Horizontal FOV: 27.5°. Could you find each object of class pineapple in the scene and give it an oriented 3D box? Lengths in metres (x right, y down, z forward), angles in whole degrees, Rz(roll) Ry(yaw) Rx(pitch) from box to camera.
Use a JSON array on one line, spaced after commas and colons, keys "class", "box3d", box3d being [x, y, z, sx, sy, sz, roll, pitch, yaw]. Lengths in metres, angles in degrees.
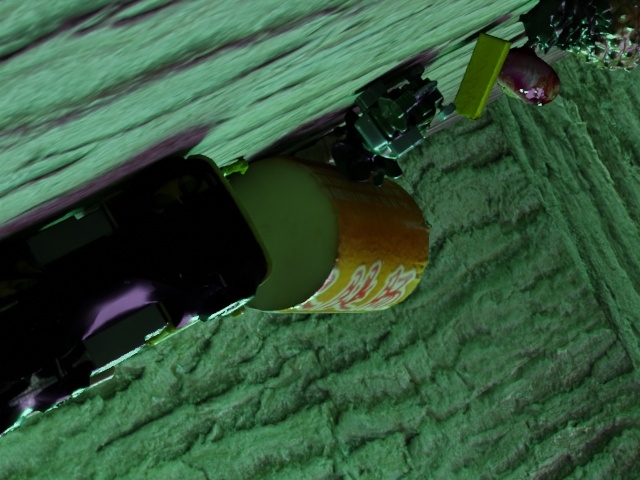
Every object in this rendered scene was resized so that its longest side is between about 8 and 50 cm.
[{"class": "pineapple", "box3d": [0.387, -0.313, 1.894, 0.279, 0.157, 0.158, -12, 168, -42]}]

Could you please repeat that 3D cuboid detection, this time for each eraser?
[{"class": "eraser", "box3d": [0.235, -0.240, 1.905, 0.097, 0.045, 0.122, -36, 148, -76]}]

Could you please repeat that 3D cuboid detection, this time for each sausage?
[{"class": "sausage", "box3d": [0.000, 0.000, 1.979, 0.233, 0.233, 0.287, -30, 161, 27]}]

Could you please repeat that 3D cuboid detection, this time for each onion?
[{"class": "onion", "box3d": [0.377, -0.323, 2.366, 0.140, 0.150, 0.150, -60, 177, 5]}]

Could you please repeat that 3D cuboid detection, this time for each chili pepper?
[{"class": "chili pepper", "box3d": [-0.114, -0.098, 1.747, 0.030, 0.017, 0.083, -29, 177, 25]}]

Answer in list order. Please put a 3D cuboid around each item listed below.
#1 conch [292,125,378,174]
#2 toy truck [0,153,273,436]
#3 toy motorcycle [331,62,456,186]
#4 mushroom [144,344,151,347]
[{"class": "conch", "box3d": [0.015, -0.085, 2.233, 0.210, 0.159, 0.291, -28, 178, 17]}, {"class": "toy truck", "box3d": [-0.265, 0.076, 1.380, 0.405, 0.180, 0.254, -29, 177, -21]}, {"class": "toy motorcycle", "box3d": [0.096, -0.162, 1.853, 0.187, 0.124, 0.275, -39, 177, 4]}, {"class": "mushroom", "box3d": [-0.338, 0.121, 2.011, 0.344, 0.130, 0.247, -21, 176, 42]}]
